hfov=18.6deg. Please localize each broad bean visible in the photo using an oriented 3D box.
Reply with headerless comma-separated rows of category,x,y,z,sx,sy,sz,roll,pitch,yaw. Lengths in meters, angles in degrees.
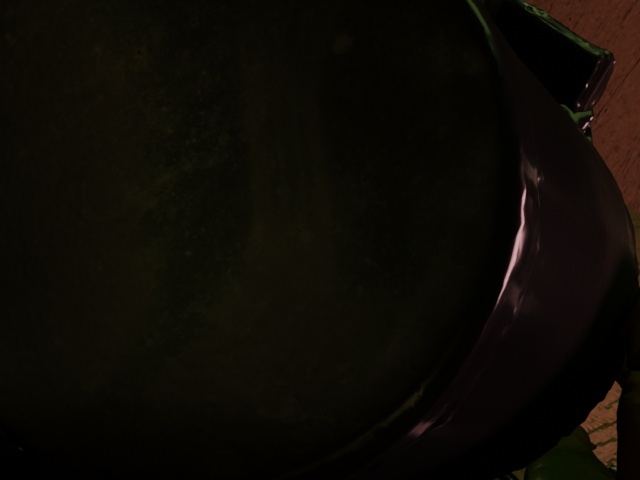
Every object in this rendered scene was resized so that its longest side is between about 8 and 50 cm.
broad bean,0.116,0.142,0.887,0.060,0.043,0.297,36,15,0

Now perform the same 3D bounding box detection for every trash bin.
trash bin,0.000,0.000,0.723,0.203,0.252,0.301,37,5,17

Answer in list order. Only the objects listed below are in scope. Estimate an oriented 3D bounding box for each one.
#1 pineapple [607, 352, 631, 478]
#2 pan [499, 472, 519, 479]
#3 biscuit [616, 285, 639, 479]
pineapple,0.254,0.145,1.031,0.340,0.169,0.169,30,7,40
pan,0.080,0.109,1.000,0.068,0.023,0.115,20,33,-49
biscuit,0.156,0.114,0.798,0.042,0.226,0.226,-8,-1,18
